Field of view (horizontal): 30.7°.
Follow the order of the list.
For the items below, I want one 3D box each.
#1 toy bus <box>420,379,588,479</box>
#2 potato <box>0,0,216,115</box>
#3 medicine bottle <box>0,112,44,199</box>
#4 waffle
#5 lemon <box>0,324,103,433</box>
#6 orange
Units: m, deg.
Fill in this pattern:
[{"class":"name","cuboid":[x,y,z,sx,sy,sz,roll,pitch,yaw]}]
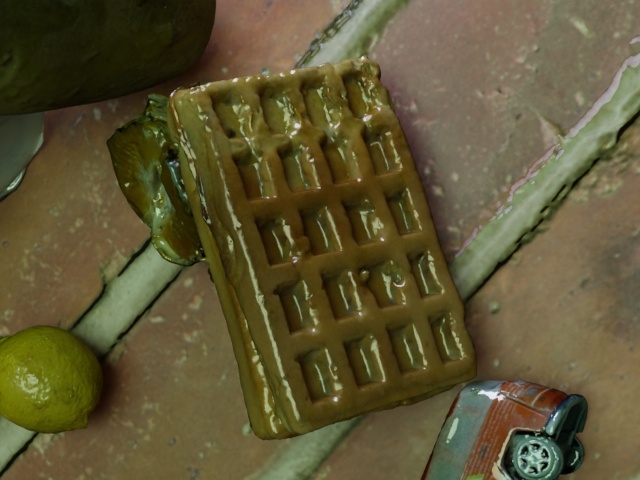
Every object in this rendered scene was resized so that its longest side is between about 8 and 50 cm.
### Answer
[{"class":"toy bus","cuboid":[0.145,0.245,1.044,0.120,0.121,0.265,22,93,27]},{"class":"potato","cuboid":[-0.254,-0.251,1.071,0.219,0.359,0.269,28,117,41]},{"class":"medicine bottle","cuboid":[-0.466,-0.181,1.220,0.332,0.190,0.190,42,99,15]},{"class":"waffle","cuboid":[0.000,0.000,1.050,0.098,0.224,0.327,-28,76,56]},{"class":"lemon","cuboid":[-0.281,0.140,1.186,0.133,0.109,0.109,38,98,12]},{"class":"orange","cuboid":[-0.128,-0.062,1.145,0.160,0.112,0.169,5,102,51]}]
